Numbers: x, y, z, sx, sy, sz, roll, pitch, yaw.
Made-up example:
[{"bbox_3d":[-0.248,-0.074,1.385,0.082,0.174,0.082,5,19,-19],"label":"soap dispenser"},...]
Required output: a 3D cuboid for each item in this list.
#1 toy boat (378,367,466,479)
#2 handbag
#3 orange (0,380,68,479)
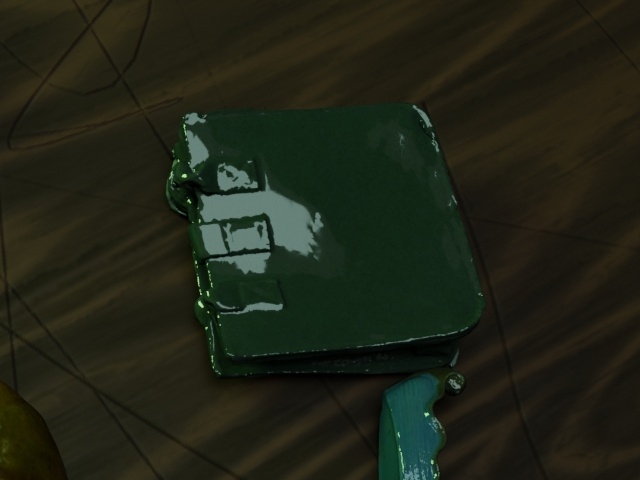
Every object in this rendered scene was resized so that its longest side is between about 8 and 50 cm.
[{"bbox_3d":[0.096,0.195,1.600,0.077,0.075,0.186,3,59,-13],"label":"toy boat"},{"bbox_3d":[0.000,0.001,1.671,0.260,0.079,0.248,-3,64,-18],"label":"handbag"},{"bbox_3d":[-0.301,0.205,1.414,0.240,0.171,0.240,7,62,-15],"label":"orange"}]
